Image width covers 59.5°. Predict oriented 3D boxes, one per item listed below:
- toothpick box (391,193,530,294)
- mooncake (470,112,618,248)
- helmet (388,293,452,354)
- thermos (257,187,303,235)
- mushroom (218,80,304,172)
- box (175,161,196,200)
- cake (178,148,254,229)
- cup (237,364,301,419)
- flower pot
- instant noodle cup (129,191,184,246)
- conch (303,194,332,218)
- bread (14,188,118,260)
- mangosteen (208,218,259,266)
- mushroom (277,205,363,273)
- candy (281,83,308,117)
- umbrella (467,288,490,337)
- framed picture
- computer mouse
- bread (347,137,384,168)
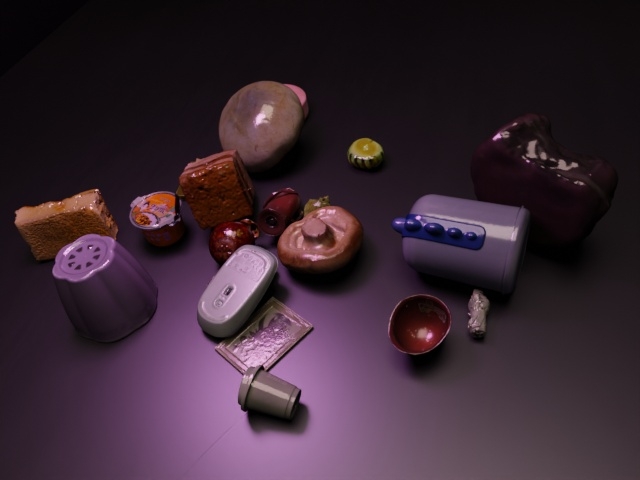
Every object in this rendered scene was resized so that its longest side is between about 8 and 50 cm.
[{"bbox_3d":[0.378,-0.006,1.555,0.354,0.263,0.263,13,50,23],"label":"toothpick box"},{"bbox_3d":[0.615,-0.161,1.583,0.212,0.351,0.381,-36,77,-30],"label":"mooncake"},{"bbox_3d":[0.259,0.239,1.445,0.155,0.106,0.175,16,57,27],"label":"helmet"},{"bbox_3d":[-0.119,-0.105,1.839,0.124,0.099,0.232,41,32,-5],"label":"thermos"},{"bbox_3d":[-0.216,-0.416,2.058,0.352,0.260,0.352,-13,62,25],"label":"mushroom"},{"bbox_3d":[-0.449,-0.221,2.073,0.121,0.030,0.193,0,46,11],"label":"box"},{"bbox_3d":[-0.330,-0.192,1.868,0.196,0.199,0.293,-20,25,8],"label":"cake"},{"bbox_3d":[-0.123,0.379,1.385,0.141,0.120,0.120,15,50,9],"label":"cup"},{"bbox_3d":[-0.641,0.127,1.630,0.265,0.243,0.265,-6,48,7],"label":"flower pot"},{"bbox_3d":[-0.527,-0.060,1.865,0.177,0.126,0.208,-35,50,-20],"label":"instant noodle cup"},{"bbox_3d":[-0.013,-0.105,1.866,0.121,0.074,0.089,-52,40,-8],"label":"conch"},{"bbox_3d":[-0.846,-0.050,1.878,0.274,0.185,0.114,-15,40,-4],"label":"bread"},{"bbox_3d":[-0.262,0.012,1.758,0.155,0.181,0.146,-13,88,18],"label":"mangosteen"},{"bbox_3d":[0.000,0.000,1.699,0.278,0.146,0.278,-12,38,10],"label":"mushroom"},{"bbox_3d":[-0.173,-0.545,2.286,0.255,0.094,0.255,-6,46,6],"label":"candy"},{"bbox_3d":[0.419,0.192,1.493,0.062,0.067,0.144,-18,44,36],"label":"umbrella"},{"bbox_3d":[-0.157,0.271,1.558,0.173,0.010,0.231,30,58,33],"label":"framed picture"},{"bbox_3d":[-0.237,0.149,1.616,0.159,0.097,0.288,23,66,30],"label":"computer mouse"},{"bbox_3d":[0.164,-0.308,2.011,0.139,0.071,0.130,20,50,29],"label":"bread"}]
